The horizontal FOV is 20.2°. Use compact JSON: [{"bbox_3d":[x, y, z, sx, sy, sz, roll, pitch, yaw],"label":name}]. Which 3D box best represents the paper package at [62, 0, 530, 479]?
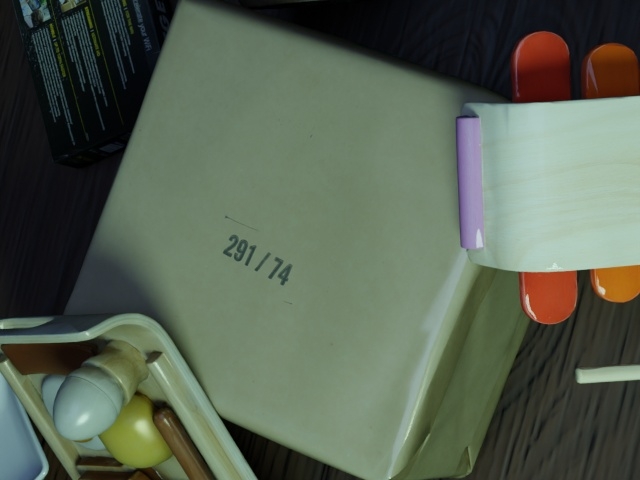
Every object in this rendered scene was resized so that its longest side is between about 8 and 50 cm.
[{"bbox_3d":[0.000,0.000,1.418,0.324,0.168,0.310,22,94,27],"label":"paper package"}]

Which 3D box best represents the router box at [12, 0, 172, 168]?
[{"bbox_3d":[-0.193,-0.170,1.594,0.133,0.046,0.179,-21,76,22],"label":"router box"}]

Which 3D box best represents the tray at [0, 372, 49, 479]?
[{"bbox_3d":[-0.338,0.249,1.607,0.270,0.030,0.145,-47,43,14],"label":"tray"}]

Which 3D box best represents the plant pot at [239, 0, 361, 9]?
[{"bbox_3d":[-0.019,-0.306,1.456,0.215,0.215,0.231,-2,97,25],"label":"plant pot"}]

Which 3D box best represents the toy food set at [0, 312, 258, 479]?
[{"bbox_3d":[-0.167,0.184,1.413,0.219,0.092,0.306,-5,122,45],"label":"toy food set"}]

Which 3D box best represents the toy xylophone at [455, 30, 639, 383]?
[{"bbox_3d":[0.252,-0.020,1.256,0.322,0.081,0.236,3,96,-10],"label":"toy xylophone"}]
